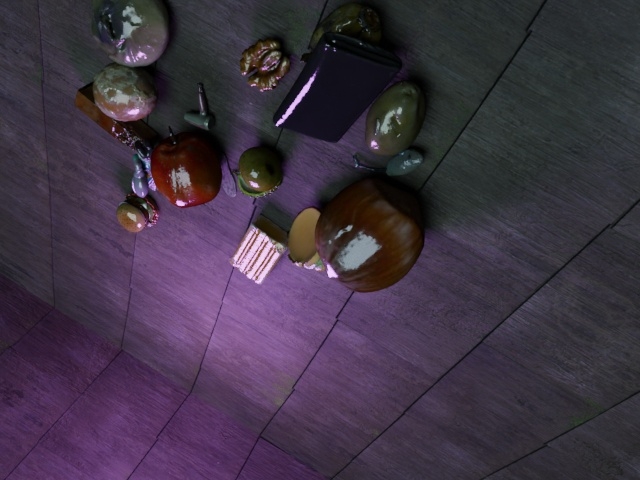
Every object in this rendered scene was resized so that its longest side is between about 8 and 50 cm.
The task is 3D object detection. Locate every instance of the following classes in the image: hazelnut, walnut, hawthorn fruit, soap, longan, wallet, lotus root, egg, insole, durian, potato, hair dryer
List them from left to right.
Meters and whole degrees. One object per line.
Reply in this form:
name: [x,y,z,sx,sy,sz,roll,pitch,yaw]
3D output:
egg: [-0.669,-0.510,1.783,0.245,0.203,0.203,17,133,29]
hawthorn fruit: [-0.485,-0.273,1.832,0.254,0.254,0.300,13,142,20]
hair dryer: [-0.418,-0.469,1.794,0.106,0.054,0.154,24,124,16]
insole: [-0.359,-0.249,1.958,0.065,0.006,0.193,6,128,25]
durian: [-0.238,-0.205,1.898,0.215,0.086,0.100,8,95,20]
longan: [-0.214,-0.246,1.789,0.176,0.145,0.155,9,106,47]
soap: [-0.243,0.041,2.072,0.173,0.089,0.274,37,134,-1]
walnut: [-0.164,-0.536,1.574,0.170,0.069,0.143,-19,114,37]
wallet: [0.032,-0.409,1.447,0.228,0.062,0.406,11,159,-21]
lotus root: [0.049,-0.532,1.409,0.278,0.154,0.154,-26,110,44]
hazelnut: [0.159,-0.014,1.645,0.372,0.372,0.315,45,172,-10]
potato: [0.210,-0.339,1.444,0.160,0.178,0.235,16,145,-1]

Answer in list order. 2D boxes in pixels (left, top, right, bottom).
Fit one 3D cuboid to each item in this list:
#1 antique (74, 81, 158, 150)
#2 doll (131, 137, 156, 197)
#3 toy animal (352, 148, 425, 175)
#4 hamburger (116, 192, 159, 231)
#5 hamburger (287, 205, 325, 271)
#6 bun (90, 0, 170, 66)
antique: [-0.769,-0.458,1.956,0.310,0.093,0.087,40,134,-6]
doll: [-0.652,-0.261,1.977,0.195,0.153,0.258,-25,151,15]
toy animal: [0.218,-0.240,1.616,0.252,0.070,0.079,0,91,43]
hamburger: [-0.795,-0.115,2.219,0.175,0.137,0.175,16,130,21]
hamburger: [0.000,0.000,1.830,0.148,0.237,0.237,18,145,-35]
bun: [-0.611,-0.680,1.640,0.272,0.168,0.273,10,124,15]
